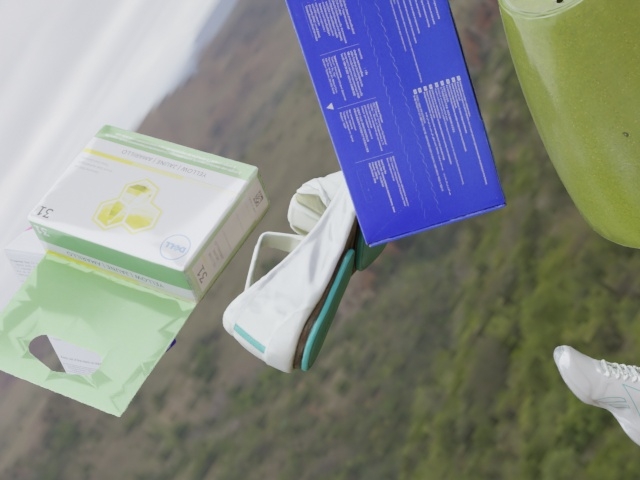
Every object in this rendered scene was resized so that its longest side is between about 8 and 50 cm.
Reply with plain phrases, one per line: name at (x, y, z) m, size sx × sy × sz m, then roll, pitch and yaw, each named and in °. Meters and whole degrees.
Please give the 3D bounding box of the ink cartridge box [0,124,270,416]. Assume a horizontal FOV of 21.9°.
ink cartridge box at (-0.173, 0.017, 1.377) m, size 0.235 × 0.171 × 0.056 m, roll -55°, pitch -34°, yaw -30°

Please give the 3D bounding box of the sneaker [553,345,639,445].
sneaker at (0.289, 0.139, 1.601) m, size 0.061 × 0.152 × 0.054 m, roll -44°, pitch 23°, yaw 25°

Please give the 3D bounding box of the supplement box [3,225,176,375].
supplement box at (-0.294, 0.072, 2.120) m, size 0.114 × 0.220 × 0.111 m, roll 5°, pitch 39°, yaw 42°

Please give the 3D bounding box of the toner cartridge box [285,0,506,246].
toner cartridge box at (0.076, -0.177, 1.776) m, size 0.165 × 0.348 × 0.075 m, roll -17°, pitch 25°, yaw 4°

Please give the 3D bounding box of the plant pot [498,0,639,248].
plant pot at (0.304, -0.183, 1.644) m, size 0.274 × 0.293 × 0.275 m, roll -24°, pitch 44°, yaw 26°

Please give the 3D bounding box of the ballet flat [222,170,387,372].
ballet flat at (0.000, 0.000, 1.981) m, size 0.139 × 0.139 × 0.400 m, roll -50°, pitch 4°, yaw 43°
